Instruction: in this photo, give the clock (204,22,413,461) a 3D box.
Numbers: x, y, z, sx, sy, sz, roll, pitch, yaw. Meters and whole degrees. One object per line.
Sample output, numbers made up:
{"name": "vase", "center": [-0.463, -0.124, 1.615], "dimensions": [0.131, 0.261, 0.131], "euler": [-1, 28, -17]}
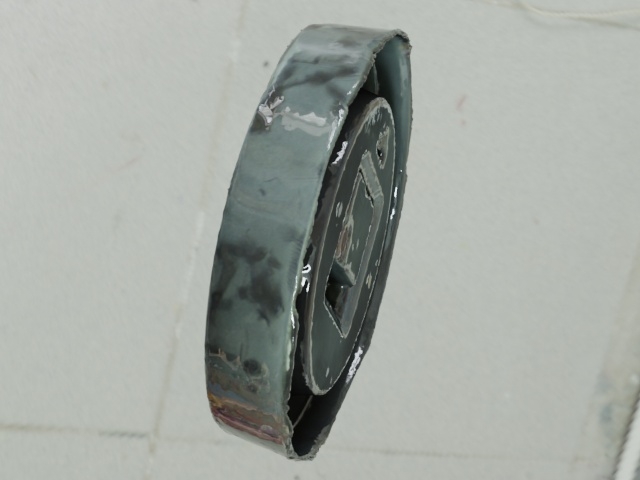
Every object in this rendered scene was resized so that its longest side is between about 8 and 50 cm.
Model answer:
{"name": "clock", "center": [0.000, 0.000, 1.030], "dimensions": [0.067, 0.325, 0.325], "euler": [13, 108, 12]}
